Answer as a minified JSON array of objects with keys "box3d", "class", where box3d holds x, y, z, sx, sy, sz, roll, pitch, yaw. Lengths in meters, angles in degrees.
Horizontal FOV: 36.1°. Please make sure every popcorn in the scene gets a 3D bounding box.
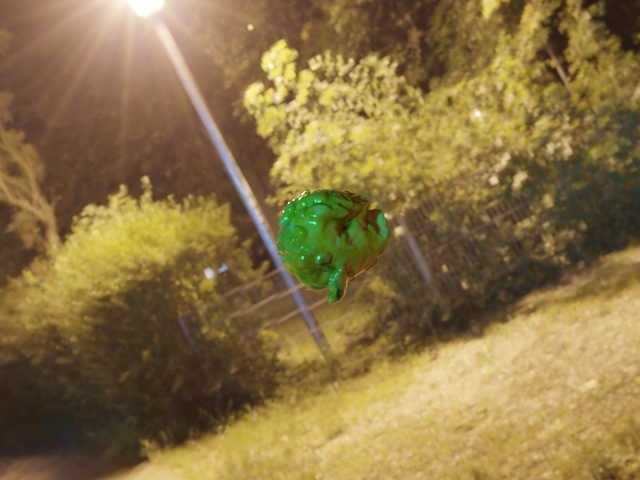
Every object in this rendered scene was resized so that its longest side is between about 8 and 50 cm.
[{"box3d":[0.000,0.000,0.711,0.084,0.084,0.084,-28,1,0],"class":"popcorn"}]
